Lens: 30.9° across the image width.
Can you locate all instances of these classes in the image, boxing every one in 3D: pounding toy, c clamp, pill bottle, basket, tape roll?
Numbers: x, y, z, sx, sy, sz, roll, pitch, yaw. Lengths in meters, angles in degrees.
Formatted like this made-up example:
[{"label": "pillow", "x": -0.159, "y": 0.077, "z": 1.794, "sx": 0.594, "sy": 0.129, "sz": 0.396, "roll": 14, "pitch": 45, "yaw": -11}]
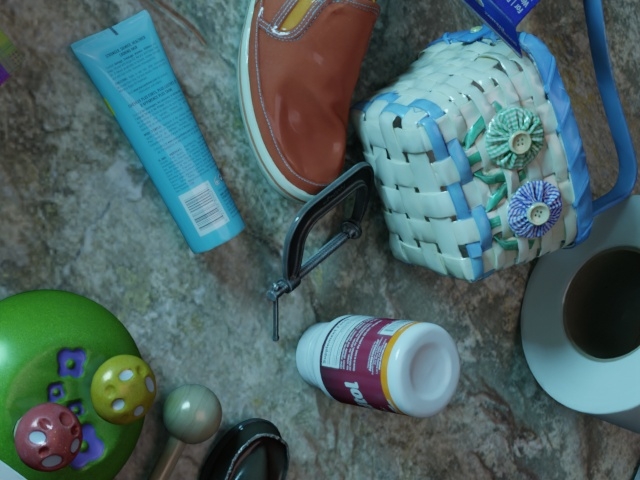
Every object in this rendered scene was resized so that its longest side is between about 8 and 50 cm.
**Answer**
[{"label": "pounding toy", "x": -0.179, "y": 0.147, "z": 0.919, "sx": 0.237, "sy": 0.110, "sz": 0.183, "roll": 41, "pitch": 66, "yaw": -31}, {"label": "c clamp", "x": 0.000, "y": 0.000, "z": 1.094, "sx": 0.161, "sy": 0.022, "sz": 0.137, "roll": -43, "pitch": 149, "yaw": -35}, {"label": "pill bottle", "x": 0.049, "y": 0.113, "z": 1.074, "sx": 0.086, "sy": 0.152, "sz": 0.086, "roll": -1, "pitch": 92, "yaw": -39}, {"label": "basket", "x": 0.194, "y": -0.099, "z": 1.154, "sx": 0.289, "sy": 0.201, "sz": 0.254, "roll": -34, "pitch": 116, "yaw": -26}, {"label": "tape roll", "x": 0.368, "y": 0.091, "z": 1.273, "sx": 0.169, "sy": 0.246, "sz": 0.246, "roll": 23, "pitch": 76, "yaw": -36}]

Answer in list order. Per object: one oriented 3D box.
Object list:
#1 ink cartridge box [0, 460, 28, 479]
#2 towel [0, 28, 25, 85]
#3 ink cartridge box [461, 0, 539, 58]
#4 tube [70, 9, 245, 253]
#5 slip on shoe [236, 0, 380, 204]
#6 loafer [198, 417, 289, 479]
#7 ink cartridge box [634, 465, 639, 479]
[{"label": "ink cartridge box", "x": -0.336, "y": 0.235, "z": 0.728, "sx": 0.121, "sy": 0.211, "sz": 0.289, "roll": 44, "pitch": 65, "yaw": -30}, {"label": "towel", "x": -0.276, "y": -0.136, "z": 0.899, "sx": 0.083, "sy": 0.009, "sz": 0.060, "roll": -51, "pitch": 119, "yaw": -27}, {"label": "ink cartridge box", "x": 0.138, "y": -0.331, "z": 1.084, "sx": 0.165, "sy": 0.065, "sz": 0.332, "roll": 35, "pitch": 35, "yaw": -35}, {"label": "tube", "x": -0.133, "y": -0.090, "z": 0.994, "sx": 0.080, "sy": 0.052, "sz": 0.207, "roll": -37, "pitch": 108, "yaw": -38}, {"label": "slip on shoe", "x": -0.001, "y": -0.198, "z": 1.061, "sx": 0.123, "sy": 0.101, "sz": 0.331, "roll": 6, "pitch": 90, "yaw": -42}, {"label": "loafer", "x": -0.071, "y": 0.268, "z": 1.028, "sx": 0.080, "sy": 0.078, "sz": 0.220, "roll": 27, "pitch": 75, "yaw": -36}, {"label": "ink cartridge box", "x": 0.579, "y": 0.317, "z": 1.408, "sx": 0.223, "sy": 0.307, "sz": 0.129, "roll": 43, "pitch": 63, "yaw": -31}]
